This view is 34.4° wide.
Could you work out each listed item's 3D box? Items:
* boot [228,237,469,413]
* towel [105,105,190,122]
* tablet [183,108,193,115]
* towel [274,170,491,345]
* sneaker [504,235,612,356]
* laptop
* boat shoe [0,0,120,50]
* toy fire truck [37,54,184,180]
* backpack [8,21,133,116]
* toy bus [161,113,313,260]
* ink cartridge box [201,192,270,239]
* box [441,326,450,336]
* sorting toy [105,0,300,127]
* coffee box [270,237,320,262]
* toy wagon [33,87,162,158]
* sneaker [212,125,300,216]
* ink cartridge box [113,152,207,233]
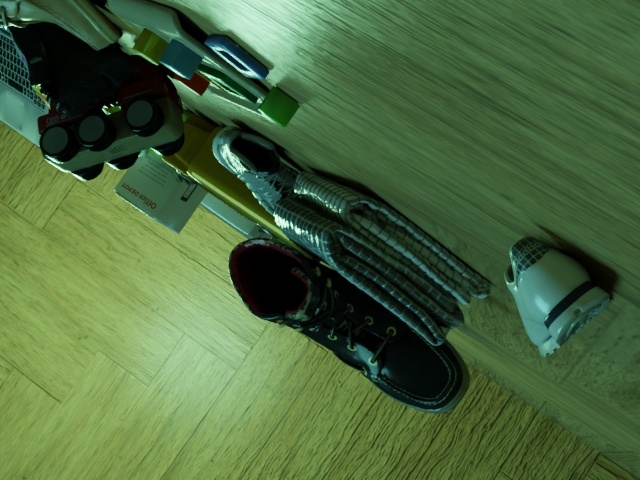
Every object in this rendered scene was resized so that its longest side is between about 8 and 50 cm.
[{"bbox_3d":[0.039,0.131,1.655,0.377,0.138,0.284,40,-173,37],"label":"boot"},{"bbox_3d":[-0.324,-0.240,1.848,0.237,0.102,0.021,40,-154,-37],"label":"towel"},{"bbox_3d":[-0.223,-0.220,1.935,0.054,0.006,0.083,33,176,19],"label":"tablet"},{"bbox_3d":[0.082,0.025,1.548,0.284,0.121,0.235,36,176,-23],"label":"towel"},{"bbox_3d":[0.235,0.055,1.052,0.095,0.090,0.235,47,176,17],"label":"sneaker"},{"bbox_3d":[-0.888,-0.479,2.726,0.236,0.407,0.382,-7,-154,-39],"label":"laptop"},{"bbox_3d":[-0.422,-0.338,1.402,0.341,0.110,0.121,33,176,16],"label":"boat shoe"},{"bbox_3d":[-0.337,-0.239,1.653,0.158,0.217,0.246,44,-149,-69],"label":"toy fire truck"},{"bbox_3d":[-0.384,-0.282,1.546,0.182,0.152,0.115,47,165,20],"label":"backpack"},{"bbox_3d":[-0.121,-0.098,1.811,0.333,0.108,0.130,34,176,5],"label":"toy bus"},{"bbox_3d":[-0.195,-0.101,2.291,0.207,0.119,0.353,35,176,7],"label":"ink cartridge box"},{"bbox_3d":[0.205,0.177,2.514,0.113,0.094,0.275,31,174,38],"label":"box"},{"bbox_3d":[-0.156,-0.209,1.226,0.196,0.047,0.348,38,175,-40],"label":"sorting toy"},{"bbox_3d":[-0.032,-0.012,2.105,0.040,0.113,0.184,33,176,-26],"label":"coffee box"},{"bbox_3d":[-0.397,-0.248,1.963,0.344,0.068,0.267,34,156,2],"label":"toy wagon"},{"bbox_3d":[-0.069,-0.095,1.630,0.229,0.086,0.132,36,173,-14],"label":"sneaker"},{"bbox_3d":[-0.293,-0.137,2.066,0.148,0.203,0.086,32,176,37],"label":"ink cartridge box"}]
